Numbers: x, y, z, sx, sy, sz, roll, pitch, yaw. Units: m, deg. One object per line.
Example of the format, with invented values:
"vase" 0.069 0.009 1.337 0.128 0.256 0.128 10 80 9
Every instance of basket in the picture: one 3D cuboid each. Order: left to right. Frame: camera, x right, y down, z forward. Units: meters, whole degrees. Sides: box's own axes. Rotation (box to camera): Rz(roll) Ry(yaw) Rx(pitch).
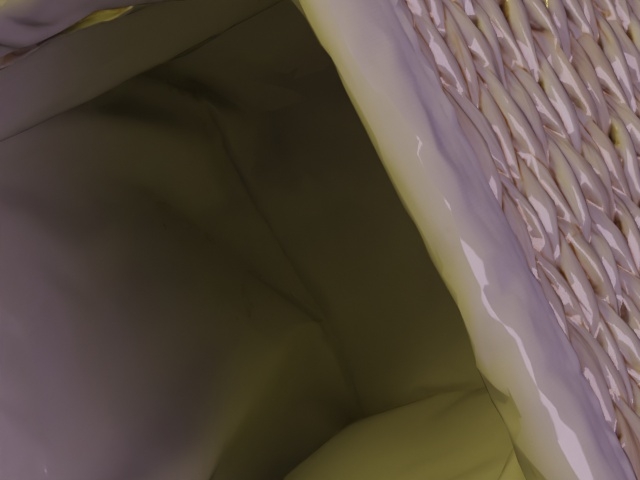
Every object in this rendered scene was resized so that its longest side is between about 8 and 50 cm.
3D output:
"basket" 0.000 0.000 0.815 0.266 0.328 0.331 -34 98 -49
